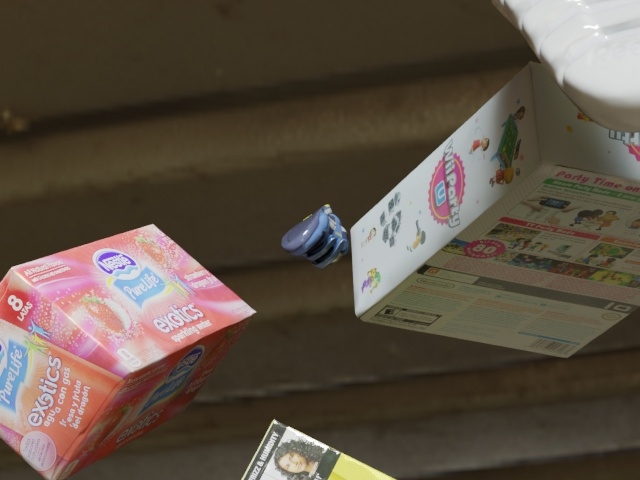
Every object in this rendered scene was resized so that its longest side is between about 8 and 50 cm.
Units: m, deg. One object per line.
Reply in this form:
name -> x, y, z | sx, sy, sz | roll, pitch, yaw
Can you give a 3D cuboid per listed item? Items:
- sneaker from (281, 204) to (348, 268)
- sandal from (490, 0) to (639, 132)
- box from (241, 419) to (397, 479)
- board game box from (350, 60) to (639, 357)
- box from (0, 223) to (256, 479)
sneaker -> 0.000, 0.000, 1.908 | 0.053, 0.059, 0.144 | -33, 0, 17
sandal -> 0.178, -0.199, 1.178 | 0.169, 0.416, 0.102 | -22, -48, 15
box -> 0.048, 0.232, 1.385 | 0.232, 0.087, 0.058 | 26, -13, 13
board game box -> 0.193, -0.015, 1.485 | 0.224, 0.098, 0.303 | 11, -30, -25
box -> -0.206, 0.098, 1.687 | 0.142, 0.154, 0.300 | -54, -12, 18
